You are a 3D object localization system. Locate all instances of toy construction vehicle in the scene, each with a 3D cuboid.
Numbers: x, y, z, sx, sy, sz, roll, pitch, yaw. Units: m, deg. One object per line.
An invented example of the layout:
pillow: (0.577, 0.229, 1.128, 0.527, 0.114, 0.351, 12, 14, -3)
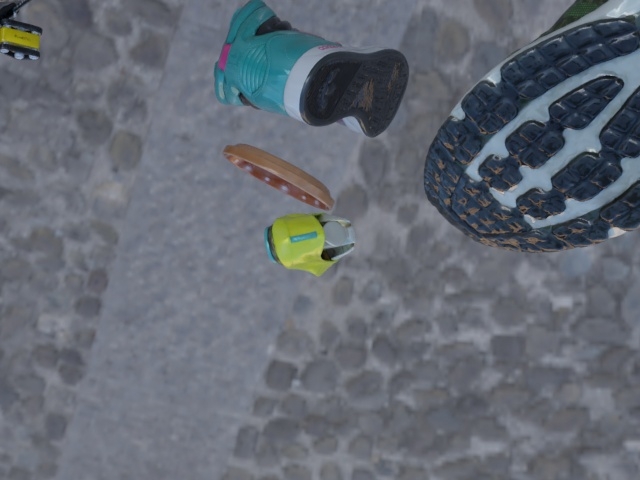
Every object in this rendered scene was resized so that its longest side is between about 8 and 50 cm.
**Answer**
toy construction vehicle: (-0.254, -0.178, 1.018, 0.098, 0.086, 0.035, 8, 166, -33)

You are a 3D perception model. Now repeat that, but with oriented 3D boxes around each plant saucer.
plant saucer: (-0.027, -0.045, 0.937, 0.083, 0.013, 0.083, 27, 175, 3)

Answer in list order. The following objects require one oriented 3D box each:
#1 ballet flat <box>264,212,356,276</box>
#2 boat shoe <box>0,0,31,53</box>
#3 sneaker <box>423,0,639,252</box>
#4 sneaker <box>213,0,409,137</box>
ballet flat: (0.000, 0.000, 1.609, 0.077, 0.231, 0.077, -16, 86, 12)
boat shoe: (-0.315, -0.207, 1.213, 0.121, 0.119, 0.335, -8, -171, -30)
sneaker: (0.240, -0.149, 0.970, 0.158, 0.182, 0.410, 43, 117, -8)
sneaker: (-0.026, -0.190, 1.557, 0.178, 0.295, 0.123, 25, 101, 21)
